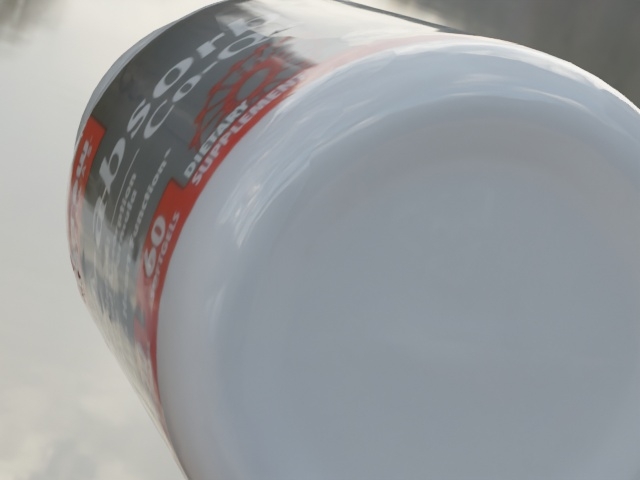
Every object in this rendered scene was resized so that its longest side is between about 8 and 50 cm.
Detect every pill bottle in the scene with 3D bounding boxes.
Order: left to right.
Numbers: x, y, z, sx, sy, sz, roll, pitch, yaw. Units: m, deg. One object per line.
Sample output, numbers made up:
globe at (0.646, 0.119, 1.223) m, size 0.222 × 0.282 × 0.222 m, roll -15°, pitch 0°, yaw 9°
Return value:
pill bottle at (0.000, 0.000, 0.725) m, size 0.210 × 0.210 × 0.363 m, roll 16°, pitch 7°, yaw -19°
